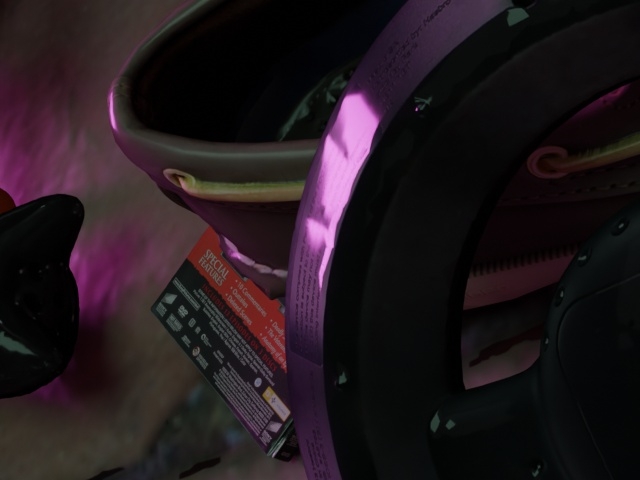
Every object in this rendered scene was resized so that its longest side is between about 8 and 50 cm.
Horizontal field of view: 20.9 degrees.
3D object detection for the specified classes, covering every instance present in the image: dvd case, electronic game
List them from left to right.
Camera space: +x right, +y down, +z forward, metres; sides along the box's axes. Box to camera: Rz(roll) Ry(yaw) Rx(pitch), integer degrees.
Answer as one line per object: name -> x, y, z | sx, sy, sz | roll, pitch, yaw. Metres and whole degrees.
dvd case -> 0.000, 0.000, 0.561 | 0.119, 0.013, 0.087 | -55, 45, 10
electronic game -> 0.093, 0.030, 0.379 | 0.229, 0.048, 0.229 | 6, 102, 29

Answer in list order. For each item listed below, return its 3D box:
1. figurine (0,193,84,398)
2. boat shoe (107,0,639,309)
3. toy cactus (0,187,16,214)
figurine -> -0.161, 0.105, 0.615 | 0.209, 0.092, 0.215 | -23, 58, 29
boat shoe -> 0.092, -0.061, 0.435 | 0.324, 0.096, 0.117 | -17, 59, 32
toy cactus -> -0.189, -0.077, 0.702 | 0.180, 0.112, 0.219 | 1, 64, 37
